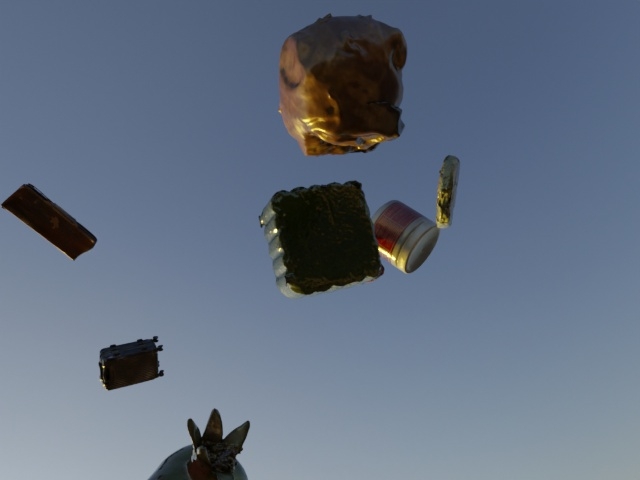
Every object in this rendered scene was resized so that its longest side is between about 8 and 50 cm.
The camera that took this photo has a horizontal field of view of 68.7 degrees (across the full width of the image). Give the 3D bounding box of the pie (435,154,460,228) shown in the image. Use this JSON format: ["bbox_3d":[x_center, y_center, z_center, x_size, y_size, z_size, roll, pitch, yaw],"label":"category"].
[{"bbox_3d":[0.145,-0.054,0.534,0.020,0.084,0.084,8,-40,19],"label":"pie"}]

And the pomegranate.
[{"bbox_3d":[-0.145,0.303,0.570,0.131,0.152,0.191,29,-76,9],"label":"pomegranate"}]

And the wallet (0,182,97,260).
[{"bbox_3d":[-0.549,-0.036,0.958,0.095,0.026,0.176,-29,-60,25],"label":"wallet"}]

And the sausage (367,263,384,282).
[{"bbox_3d":[0.093,0.027,1.582,0.102,0.330,0.102,-23,-40,-21],"label":"sausage"}]

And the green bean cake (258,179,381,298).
[{"bbox_3d":[0.000,0.000,1.113,0.247,0.250,0.156,-11,-9,-18],"label":"green bean cake"}]

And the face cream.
[{"bbox_3d":[0.279,-0.015,1.618,0.201,0.187,0.201,-36,-33,-29],"label":"face cream"}]

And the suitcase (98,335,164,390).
[{"bbox_3d":[-0.398,0.258,0.985,0.126,0.059,0.086,-7,-72,-32],"label":"suitcase"}]

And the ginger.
[{"bbox_3d":[0.027,-0.264,0.818,0.200,0.269,0.223,-9,-83,-13],"label":"ginger"}]
